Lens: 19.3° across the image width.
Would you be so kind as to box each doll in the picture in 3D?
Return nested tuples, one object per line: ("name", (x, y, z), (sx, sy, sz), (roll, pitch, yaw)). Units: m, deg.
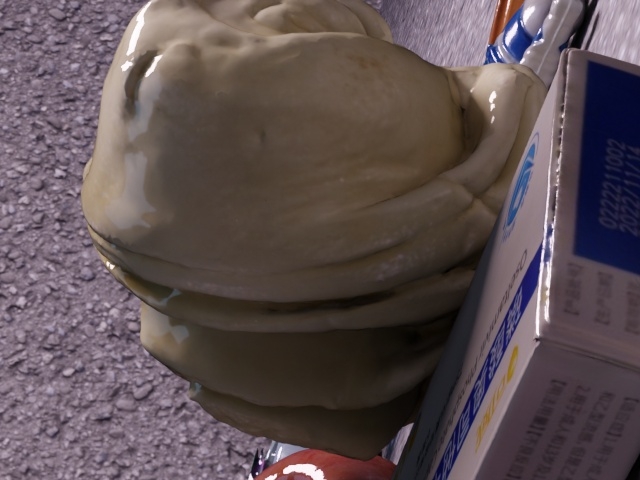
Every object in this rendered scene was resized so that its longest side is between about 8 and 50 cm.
("doll", (0.142, -0.133, 1.250), (0.114, 0.057, 0.227), (-100, 28, -74))

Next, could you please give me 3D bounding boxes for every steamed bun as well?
("steamed bun", (0.011, 0.000, 1.058), (0.289, 0.276, 0.203), (80, 178, -59))

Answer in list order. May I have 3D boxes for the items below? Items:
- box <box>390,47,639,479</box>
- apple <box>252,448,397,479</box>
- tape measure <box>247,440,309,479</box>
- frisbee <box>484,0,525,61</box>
("box", (0.089, 0.099, 0.906), (0.200, 0.065, 0.343), (-76, 3, -48))
("apple", (0.005, 0.199, 1.166), (0.153, 0.120, 0.153), (-30, 28, 17))
("tape measure", (-0.014, 0.240, 1.716), (0.182, 0.107, 0.181), (-74, -5, -48))
("frisbee", (0.172, -0.223, 1.496), (0.251, 0.021, 0.250), (-164, 90, -86))
